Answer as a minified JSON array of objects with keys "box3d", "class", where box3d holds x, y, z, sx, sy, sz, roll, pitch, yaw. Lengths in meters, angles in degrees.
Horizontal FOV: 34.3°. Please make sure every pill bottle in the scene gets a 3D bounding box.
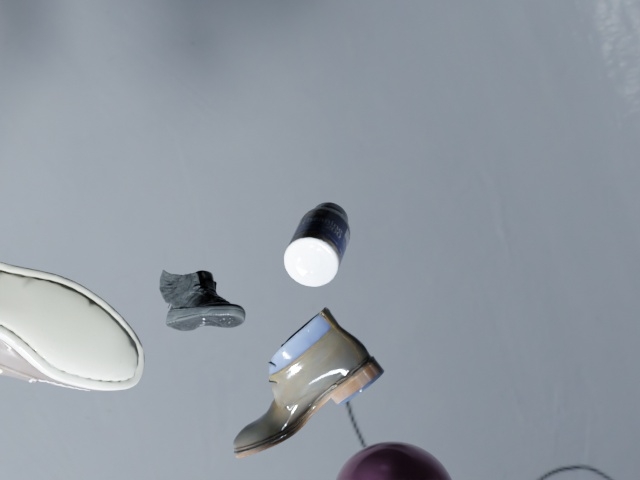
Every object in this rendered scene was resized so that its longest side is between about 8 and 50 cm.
[{"box3d":[0.000,0.000,1.271,0.067,0.067,0.120,57,25,-18],"class":"pill bottle"}]

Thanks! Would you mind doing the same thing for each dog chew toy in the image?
[{"box3d":[0.103,0.490,1.639,0.207,0.207,0.331,38,48,-27],"class":"dog chew toy"}]

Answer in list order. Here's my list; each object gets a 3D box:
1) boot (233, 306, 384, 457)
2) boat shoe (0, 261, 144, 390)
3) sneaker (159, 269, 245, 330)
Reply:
[{"box3d":[-0.039,0.174,1.264,0.106,0.219,0.082,55,14,-1],"class":"boot"},{"box3d":[-0.345,0.090,1.117,0.324,0.097,0.116,27,49,-32],"class":"boat shoe"},{"box3d":[-0.166,0.078,1.454,0.051,0.170,0.089,35,57,-41],"class":"sneaker"}]
